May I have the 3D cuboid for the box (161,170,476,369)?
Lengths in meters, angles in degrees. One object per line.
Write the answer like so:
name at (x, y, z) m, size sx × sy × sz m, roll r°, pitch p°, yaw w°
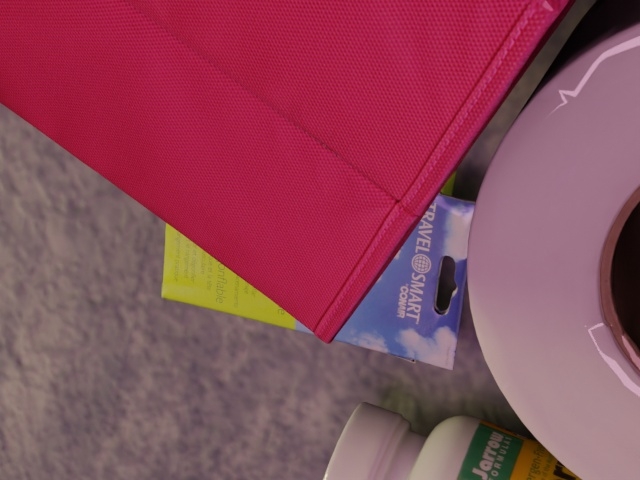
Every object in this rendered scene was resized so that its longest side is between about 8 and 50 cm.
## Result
box at (0.000, 0.000, 0.758) m, size 0.178 × 0.042 × 0.109 m, roll 13°, pitch 117°, yaw 14°

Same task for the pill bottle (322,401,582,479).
pill bottle at (0.105, 0.167, 0.751) m, size 0.208 × 0.117 × 0.118 m, roll 20°, pitch 118°, yaw 12°

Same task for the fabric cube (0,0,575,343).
fabric cube at (-0.004, -0.167, 0.519) m, size 0.258 × 0.254 × 0.259 m, roll 37°, pitch 151°, yaw 3°

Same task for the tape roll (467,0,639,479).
tape roll at (0.202, -0.010, 0.607) m, size 0.246 × 0.169 × 0.246 m, roll 8°, pitch 115°, yaw 17°
